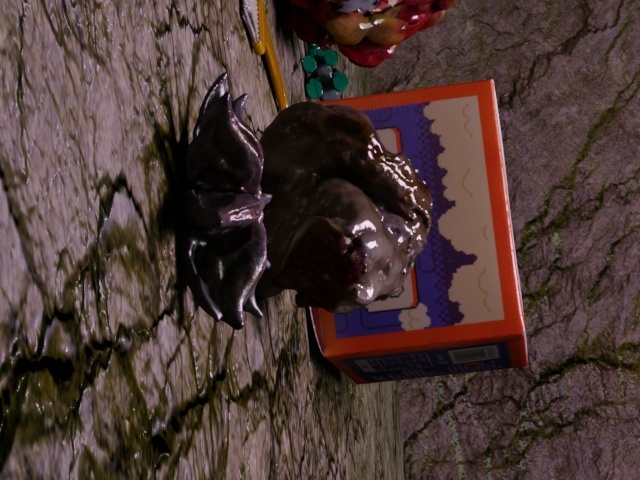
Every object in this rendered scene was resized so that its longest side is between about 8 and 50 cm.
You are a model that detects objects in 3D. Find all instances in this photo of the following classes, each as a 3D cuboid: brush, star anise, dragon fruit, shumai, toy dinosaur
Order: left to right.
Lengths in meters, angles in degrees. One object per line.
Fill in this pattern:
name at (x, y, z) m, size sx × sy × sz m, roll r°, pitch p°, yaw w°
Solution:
star anise at (-0.070, -0.031, 1.127) m, size 0.180 × 0.061 × 0.204 m, roll 82°, pitch 6°, yaw -73°
brush at (-0.058, -0.207, 1.696) m, size 0.272 × 0.013 × 0.103 m, roll 74°, pitch 11°, yaw -61°
shumai at (-0.003, -0.003, 1.478) m, size 0.185 × 0.184 × 0.218 m, roll -54°, pitch 167°, yaw -25°
toy dinosaur at (0.007, -0.219, 2.142) m, size 0.096 × 0.059 × 0.132 m, roll -92°, pitch 167°, yaw -86°
dragon fruit at (0.042, -0.328, 1.936) m, size 0.307 × 0.243 × 0.227 m, roll -4°, pitch 114°, yaw -48°

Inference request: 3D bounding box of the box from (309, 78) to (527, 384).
box at (0.118, 0.005, 1.980) m, size 0.349 × 0.257 × 0.318 m, roll 50°, pitch 32°, yaw -78°
